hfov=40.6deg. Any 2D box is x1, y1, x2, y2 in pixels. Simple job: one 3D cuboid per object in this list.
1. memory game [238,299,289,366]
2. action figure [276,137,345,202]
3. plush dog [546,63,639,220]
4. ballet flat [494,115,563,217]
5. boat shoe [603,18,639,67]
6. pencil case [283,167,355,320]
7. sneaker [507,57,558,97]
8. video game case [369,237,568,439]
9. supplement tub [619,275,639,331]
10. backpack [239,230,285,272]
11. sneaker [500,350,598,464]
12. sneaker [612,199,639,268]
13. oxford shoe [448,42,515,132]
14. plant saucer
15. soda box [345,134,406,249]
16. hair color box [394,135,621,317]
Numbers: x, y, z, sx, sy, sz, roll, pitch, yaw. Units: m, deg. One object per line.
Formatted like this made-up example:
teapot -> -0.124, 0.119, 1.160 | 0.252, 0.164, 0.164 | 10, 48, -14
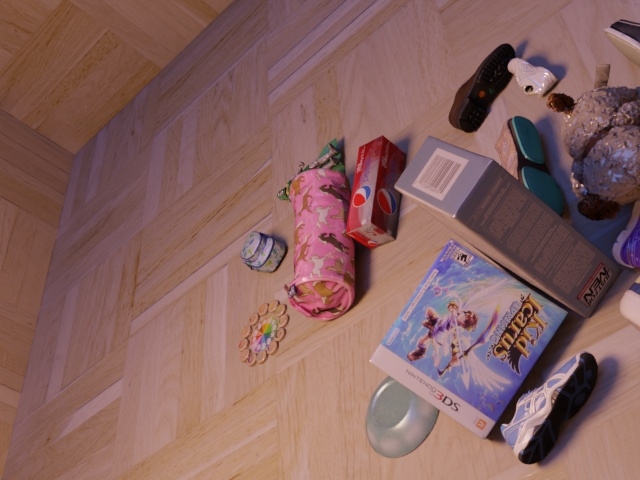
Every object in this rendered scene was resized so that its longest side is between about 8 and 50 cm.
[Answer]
memory game -> -0.147, 0.235, 2.204 | 0.186, 0.012, 0.186 | -33, 39, 32
action figure -> -0.037, -0.174, 2.383 | 0.232, 0.063, 0.137 | -37, 40, 33
plush dog -> 0.504, -0.158, 1.482 | 0.262, 0.210, 0.225 | -53, 27, 28
ballet flat -> 0.409, -0.117, 1.731 | 0.316, 0.107, 0.106 | -87, 23, -46
boat shoe -> 0.652, -0.351, 1.599 | 0.091, 0.114, 0.302 | -50, 45, 10
pencil case -> 0.000, 0.000, 2.091 | 0.167, 0.160, 0.386 | 1, 49, 0
sneaker -> 0.454, -0.360, 1.909 | 0.061, 0.053, 0.152 | -55, 33, 7
video game case -> 0.261, 0.173, 1.540 | 0.269, 0.244, 0.061 | -57, -11, -1
supplement tub -> 0.602, 0.041, 1.190 | 0.325, 0.235, 0.235 | -52, 33, 6
backpack -> -0.158, 0.032, 2.331 | 0.114, 0.084, 0.105 | 18, 79, 54
sneaker -> 0.375, 0.265, 1.434 | 0.211, 0.080, 0.081 | -52, 36, 3
sneaker -> 0.568, -0.027, 1.475 | 0.071, 0.068, 0.170 | 28, 93, 42
oxford shoe -> 0.365, -0.361, 2.001 | 0.227, 0.083, 0.096 | -54, 28, 0
plant saucer -> 0.150, 0.330, 1.710 | 0.195, 0.037, 0.195 | -32, 40, 32
soda box -> 0.134, -0.117, 2.074 | 0.083, 0.092, 0.263 | -24, 44, 41
hair color box -> 0.323, -0.021, 1.478 | 0.114, 0.374, 0.185 | -56, 32, 1
